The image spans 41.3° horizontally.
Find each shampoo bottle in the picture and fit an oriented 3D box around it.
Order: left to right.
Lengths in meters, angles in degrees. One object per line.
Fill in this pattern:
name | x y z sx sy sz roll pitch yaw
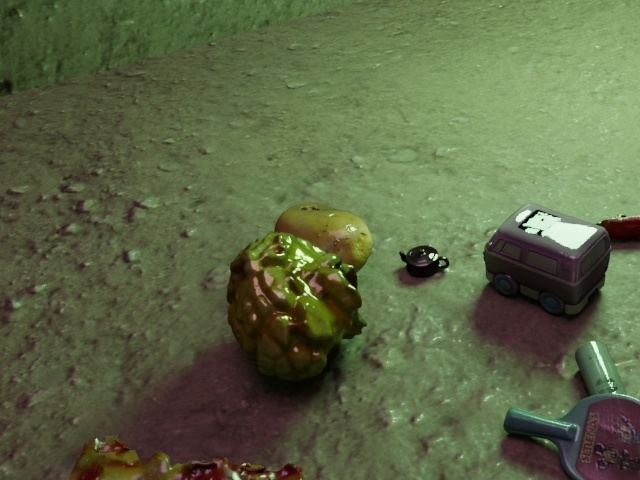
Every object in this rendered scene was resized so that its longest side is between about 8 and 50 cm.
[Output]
shampoo bottle | 0.448 0.242 1.319 0.056 0.056 0.195 -8 37 3

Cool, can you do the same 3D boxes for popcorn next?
popcorn | -0.049 0.112 1.480 0.258 0.224 0.270 29 41 19

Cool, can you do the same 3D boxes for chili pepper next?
chili pepper | 0.622 -0.028 1.644 0.268 0.059 0.050 -1 76 8

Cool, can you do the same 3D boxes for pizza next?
pizza | -0.264 0.408 1.216 0.406 0.130 0.440 28 51 37

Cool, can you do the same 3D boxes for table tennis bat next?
table tennis bat | 0.391 0.292 1.259 0.244 0.040 0.153 8 65 33

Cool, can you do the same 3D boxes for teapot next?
teapot | 0.202 0.036 1.658 0.100 0.045 0.068 6 41 22

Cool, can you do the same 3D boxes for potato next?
potato | 0.000 0.000 1.680 0.150 0.146 0.234 20 1 -38

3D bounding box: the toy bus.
toy bus | 0.406 0.026 1.540 0.202 0.142 0.142 24 48 36
